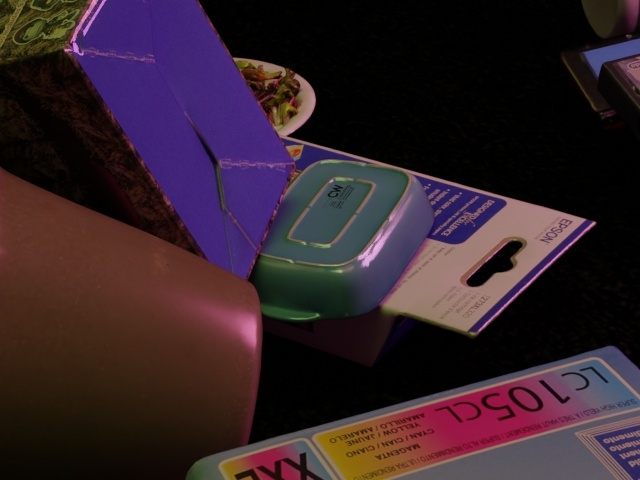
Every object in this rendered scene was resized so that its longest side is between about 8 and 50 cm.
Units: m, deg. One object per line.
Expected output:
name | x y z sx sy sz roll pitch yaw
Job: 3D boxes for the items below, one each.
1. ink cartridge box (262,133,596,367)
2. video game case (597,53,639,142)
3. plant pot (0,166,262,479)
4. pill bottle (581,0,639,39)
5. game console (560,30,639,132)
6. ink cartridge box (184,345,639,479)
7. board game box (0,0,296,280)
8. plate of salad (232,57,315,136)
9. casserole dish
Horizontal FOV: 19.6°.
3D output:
ink cartridge box | 0.000 0.000 1.381 0.371 0.069 0.176 15 35 32
video game case | 0.396 -0.084 1.453 0.275 0.035 0.248 -14 47 -18
plant pot | -0.162 0.076 1.123 0.229 0.263 0.263 10 28 -12
pill bottle | 0.356 -0.255 1.730 0.208 0.117 0.117 -10 31 -10
game console | 0.298 -0.149 1.579 0.144 0.085 0.124 -15 -3 -19
ink cartridge box | 0.125 0.234 0.889 0.270 0.151 0.395 -14 34 -18
board game box | -0.205 -0.068 1.256 0.291 0.232 0.141 -7 42 30
plate of salad | -0.104 -0.127 1.626 0.200 0.048 0.200 -3 29 2
casserole dish | 0.009 -0.007 1.301 0.114 0.037 0.188 9 33 20
